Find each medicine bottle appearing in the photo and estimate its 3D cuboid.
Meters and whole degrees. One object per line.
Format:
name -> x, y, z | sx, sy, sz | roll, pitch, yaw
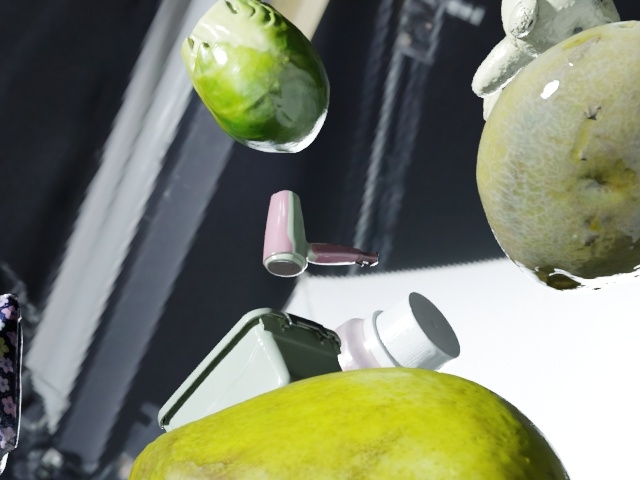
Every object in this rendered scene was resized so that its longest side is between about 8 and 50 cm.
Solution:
medicine bottle -> 0.051, 0.173, 1.678 | 0.247, 0.147, 0.147 | -40, -23, 21

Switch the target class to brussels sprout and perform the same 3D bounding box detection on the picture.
brussels sprout -> -0.066, -0.183, 1.488 | 0.144, 0.180, 0.161 | -42, 16, 43

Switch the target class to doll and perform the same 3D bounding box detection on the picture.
doll -> 0.296, -0.245, 1.736 | 0.278, 0.149, 0.175 | 99, -163, -60

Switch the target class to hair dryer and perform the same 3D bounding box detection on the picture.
hair dryer -> 0.002, 0.006, 1.706 | 0.054, 0.154, 0.106 | -44, 34, 49

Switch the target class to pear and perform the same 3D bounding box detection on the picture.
pear -> 0.013, 0.222, 0.924 | 0.375, 0.287, 0.287 | 12, -69, -19

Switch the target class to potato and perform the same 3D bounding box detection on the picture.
potato -> 0.212, -0.060, 1.016 | 0.178, 0.160, 0.235 | -14, -40, -28

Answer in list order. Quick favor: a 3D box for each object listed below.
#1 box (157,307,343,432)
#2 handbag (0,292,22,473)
box -> -0.054, 0.157, 1.251 | 0.124, 0.093, 0.172 | 21, -61, -41
handbag -> -0.425, 0.149, 1.434 | 0.207, 0.229, 0.127 | 10, -35, -21
